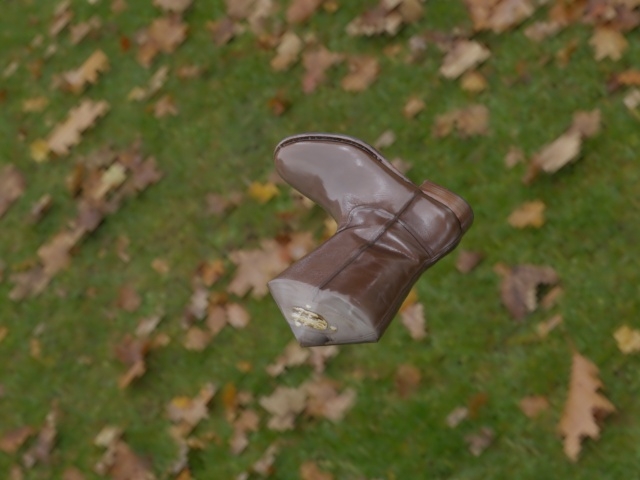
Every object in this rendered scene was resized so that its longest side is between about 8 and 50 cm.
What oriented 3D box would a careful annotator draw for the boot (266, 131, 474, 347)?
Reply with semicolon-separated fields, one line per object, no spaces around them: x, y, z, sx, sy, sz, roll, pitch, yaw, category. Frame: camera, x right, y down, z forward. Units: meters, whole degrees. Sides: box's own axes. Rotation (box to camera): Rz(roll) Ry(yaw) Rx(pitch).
0.000;0.000;0.744;0.106;0.037;0.114;19;40;23;boot
